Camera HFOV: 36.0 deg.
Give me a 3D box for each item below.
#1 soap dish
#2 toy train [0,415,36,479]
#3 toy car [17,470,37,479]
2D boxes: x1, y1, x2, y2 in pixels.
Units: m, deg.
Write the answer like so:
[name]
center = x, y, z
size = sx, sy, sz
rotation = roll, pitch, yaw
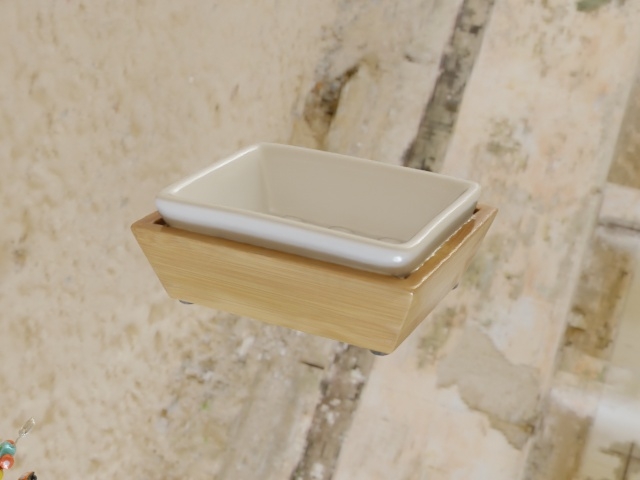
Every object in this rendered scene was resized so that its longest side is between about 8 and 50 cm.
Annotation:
[soap dish]
center = 0.000, 0.000, 0.969
size = 0.229, 0.291, 0.118
rotation = -37, 133, -56
[toy train]
center = -0.466, 0.299, 1.374
size = 0.166, 0.046, 0.125
rotation = -36, -155, 39
[toy car]
center = -0.467, 0.397, 1.478
size = 0.122, 0.041, 0.060
rotation = -69, 165, -66
